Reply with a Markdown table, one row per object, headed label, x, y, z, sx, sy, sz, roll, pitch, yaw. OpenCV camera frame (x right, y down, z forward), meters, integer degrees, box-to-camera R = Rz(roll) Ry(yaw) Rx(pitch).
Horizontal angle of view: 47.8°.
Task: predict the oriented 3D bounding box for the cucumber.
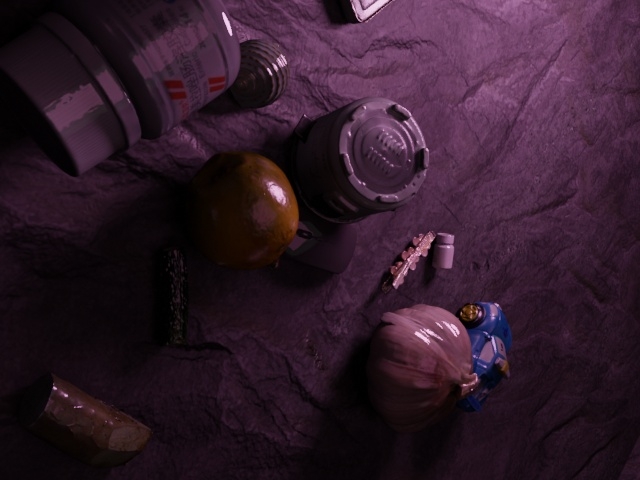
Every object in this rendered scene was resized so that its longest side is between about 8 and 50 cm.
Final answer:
| label | x | y | z | sx | sy | sz | roll | pitch | yaw |
| --- | --- | --- | --- | --- | --- | --- | --- | --- | --- |
| cucumber | -0.267 | 0.102 | 1.320 | 0.058 | 0.058 | 0.187 | -8 | 106 | -42 |

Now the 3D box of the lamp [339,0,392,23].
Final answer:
| label | x | y | z | sx | sy | sz | roll | pitch | yaw |
| --- | --- | --- | --- | --- | --- | --- | --- | --- | --- |
| lamp | 0.108 | -0.627 | 1.501 | 0.269 | 0.047 | 0.267 | -44 | 127 | -27 |

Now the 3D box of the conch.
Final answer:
| label | x | y | z | sx | sy | sz | roll | pitch | yaw |
| --- | --- | --- | --- | --- | --- | --- | --- | --- | --- |
| conch | -0.108 | -0.307 | 1.344 | 0.153 | 0.102 | 0.135 | -29 | 134 | -36 |

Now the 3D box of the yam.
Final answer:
| label | x | y | z | sx | sy | sz | roll | pitch | yaw |
| --- | --- | --- | --- | --- | --- | --- | --- | --- | --- |
| yam | -0.391 | 0.323 | 1.231 | 0.259 | 0.106 | 0.106 | 46 | 69 | -39 |

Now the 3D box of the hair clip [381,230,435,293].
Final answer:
| label | x | y | z | sx | sy | sz | roll | pitch | yaw |
| --- | --- | --- | --- | --- | --- | --- | --- | --- | --- |
| hair clip | 0.214 | 0.053 | 1.776 | 0.062 | 0.056 | 0.214 | 54 | 54 | -19 |

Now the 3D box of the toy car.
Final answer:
| label | x | y | z | sx | sy | sz | roll | pitch | yaw |
| --- | --- | --- | --- | --- | --- | --- | --- | --- | --- |
| toy car | 0.440 | 0.316 | 1.981 | 0.314 | 0.166 | 0.198 | -55 | 135 | -19 |

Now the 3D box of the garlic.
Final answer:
| label | x | y | z | sx | sy | sz | roll | pitch | yaw |
| --- | --- | --- | --- | --- | --- | --- | --- | --- | --- |
| garlic | 0.236 | 0.317 | 1.756 | 0.321 | 0.241 | 0.322 | -3 | 99 | -22 |

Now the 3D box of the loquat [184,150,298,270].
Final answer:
| label | x | y | z | sx | sy | sz | roll | pitch | yaw |
| --- | --- | --- | --- | --- | --- | --- | --- | --- | --- |
| loquat | -0.131 | -0.039 | 1.319 | 0.213 | 0.213 | 0.246 | -48 | 130 | -24 |

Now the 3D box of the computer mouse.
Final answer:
| label | x | y | z | sx | sy | sz | roll | pitch | yaw |
| --- | --- | --- | --- | --- | --- | --- | --- | --- | --- |
| computer mouse | 0.001 | 0.000 | 1.551 | 0.232 | 0.057 | 0.120 | 22 | 85 | -45 |

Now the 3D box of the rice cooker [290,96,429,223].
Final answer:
| label | x | y | z | sx | sy | sz | roll | pitch | yaw |
| --- | --- | --- | --- | --- | --- | --- | --- | --- | --- |
| rice cooker | 0.073 | -0.158 | 1.463 | 0.280 | 0.227 | 0.241 | 34 | 71 | -22 |

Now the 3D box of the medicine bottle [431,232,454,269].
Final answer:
| label | x | y | z | sx | sy | sz | roll | pitch | yaw |
| --- | --- | --- | --- | --- | --- | --- | --- | --- | --- |
| medicine bottle | 0.317 | 0.028 | 1.862 | 0.052 | 0.052 | 0.089 | -3 | 103 | -43 |

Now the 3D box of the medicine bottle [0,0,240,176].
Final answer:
| label | x | y | z | sx | sy | sz | roll | pitch | yaw |
| --- | --- | --- | --- | --- | --- | --- | --- | --- | --- |
| medicine bottle | -0.299 | -0.260 | 1.067 | 0.306 | 0.245 | 0.245 | -41 | 126 | -20 |
